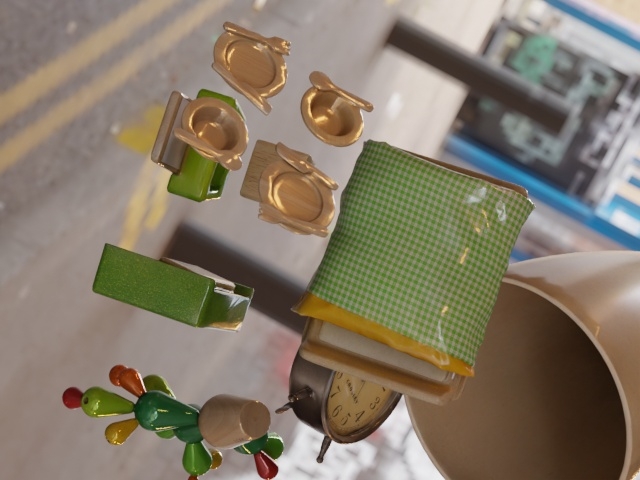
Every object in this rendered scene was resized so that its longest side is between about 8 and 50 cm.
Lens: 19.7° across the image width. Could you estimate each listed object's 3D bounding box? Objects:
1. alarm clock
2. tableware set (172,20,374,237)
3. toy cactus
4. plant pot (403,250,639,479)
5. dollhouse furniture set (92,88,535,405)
[{"bbox_3d":[0.039,0.107,1.720,0.192,0.064,0.129,-44,141,-21],"label":"alarm clock"},{"bbox_3d":[-0.034,-0.087,1.401,0.020,0.141,0.169,-44,-160,50],"label":"tableware set"},{"bbox_3d":[-0.113,0.174,1.681,0.180,0.219,0.112,-12,-127,56],"label":"toy cactus"},{"bbox_3d":[0.263,0.112,1.799,0.274,0.256,0.256,-26,149,-45],"label":"plant pot"},{"bbox_3d":[0.000,0.000,1.510,0.151,0.301,0.198,29,79,-76],"label":"dollhouse furniture set"}]
